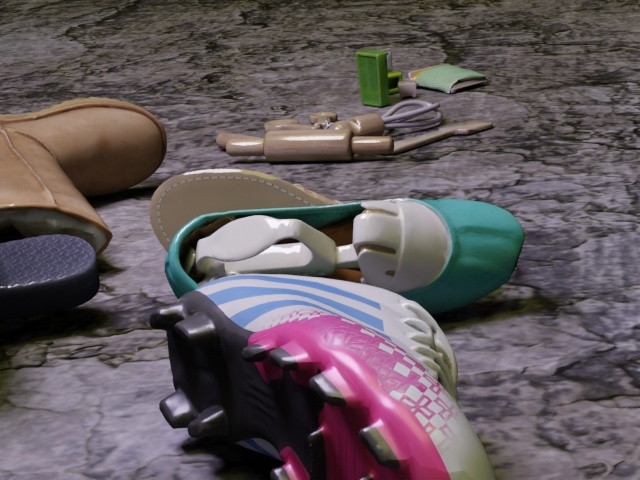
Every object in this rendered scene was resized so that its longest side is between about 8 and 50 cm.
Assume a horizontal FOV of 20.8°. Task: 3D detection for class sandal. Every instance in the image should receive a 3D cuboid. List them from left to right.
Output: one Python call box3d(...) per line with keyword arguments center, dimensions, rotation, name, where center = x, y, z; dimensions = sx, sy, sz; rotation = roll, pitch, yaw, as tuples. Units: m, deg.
box3d(center=(-0.279, 0.049, 1.200), dimensions=(0.254, 0.054, 0.097), rotation=(-6, 29, -9), name="sandal")
box3d(center=(-0.001, 0.006, 1.262), dimensions=(0.240, 0.088, 0.079), rotation=(6, -13, 13), name="sandal")

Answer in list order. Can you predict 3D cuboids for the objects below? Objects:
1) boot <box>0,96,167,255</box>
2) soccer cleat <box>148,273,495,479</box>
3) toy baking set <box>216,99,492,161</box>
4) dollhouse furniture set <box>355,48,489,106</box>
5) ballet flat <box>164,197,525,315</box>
box3d(center=(-0.214, -0.039, 1.442), dimensions=(0.236, 0.089, 0.269), rotation=(-7, 20, -17), name="boot")
box3d(center=(0.026, 0.074, 0.890), dimensions=(0.143, 0.116, 0.331), rotation=(-12, 17, -23), name="soccer cleat")
box3d(center=(0.029, -0.112, 1.700), dimensions=(0.256, 0.030, 0.197), rotation=(1, 17, 20), name="toy baking set")
box3d(center=(0.106, -0.189, 1.899), dimensions=(0.151, 0.059, 0.076), rotation=(-17, 20, -35), name="dollhouse furniture set")
box3d(center=(0.011, 0.011, 1.162), dimensions=(0.247, 0.083, 0.087), rotation=(-6, -18, 11), name="ballet flat")
